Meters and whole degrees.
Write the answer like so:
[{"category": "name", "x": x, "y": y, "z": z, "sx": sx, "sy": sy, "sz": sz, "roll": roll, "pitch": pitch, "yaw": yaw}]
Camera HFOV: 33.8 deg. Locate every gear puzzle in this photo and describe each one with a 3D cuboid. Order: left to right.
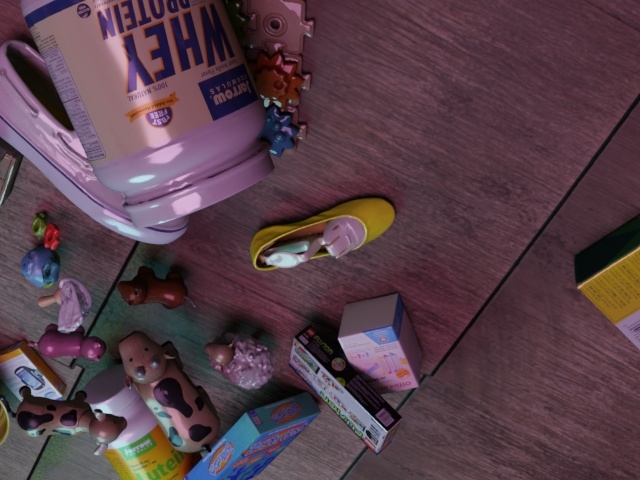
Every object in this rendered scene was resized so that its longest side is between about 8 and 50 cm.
[{"category": "gear puzzle", "x": -0.099, "y": -0.262, "z": 1.424, "sx": 0.176, "sy": 0.044, "sz": 0.338, "roll": 8, "pitch": 124, "yaw": 5}]

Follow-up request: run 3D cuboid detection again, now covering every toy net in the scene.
[{"category": "toy net", "x": -0.392, "y": 0.054, "z": 1.602, "sx": 0.045, "sy": 0.232, "sz": 0.122, "roll": 11, "pitch": 110, "yaw": -43}]

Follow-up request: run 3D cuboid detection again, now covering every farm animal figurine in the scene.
[{"category": "farm animal figurine", "x": -0.275, "y": 0.220, "z": 1.615, "sx": 0.327, "sy": 0.172, "sz": 0.330, "roll": 41, "pitch": 89, "yaw": -19}]

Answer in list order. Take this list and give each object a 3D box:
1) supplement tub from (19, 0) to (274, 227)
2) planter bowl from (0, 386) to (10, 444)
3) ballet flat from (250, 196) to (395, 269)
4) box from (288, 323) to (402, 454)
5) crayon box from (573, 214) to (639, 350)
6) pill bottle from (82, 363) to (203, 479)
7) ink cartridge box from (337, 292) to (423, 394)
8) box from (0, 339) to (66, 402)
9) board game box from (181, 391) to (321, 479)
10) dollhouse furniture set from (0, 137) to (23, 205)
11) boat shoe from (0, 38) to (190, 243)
[{"category": "supplement tub", "x": -0.209, "y": -0.203, "z": 1.330, "sx": 0.235, "sy": 0.235, "sz": 0.324, "roll": -18, "pitch": 103, "yaw": 20}, {"category": "planter bowl", "x": -0.629, "y": 0.266, "z": 1.838, "sx": 0.217, "sy": 0.090, "sz": 0.217, "roll": 6, "pitch": 126, "yaw": 8}, {"category": "ballet flat", "x": 0.000, "y": 0.000, "z": 1.559, "sx": 0.231, "sy": 0.077, "sz": 0.077, "roll": -14, "pitch": 118, "yaw": 18}, {"category": "box", "x": 0.035, "y": 0.234, "z": 1.647, "sx": 0.207, "sy": 0.036, "sz": 0.114, "roll": 44, "pitch": 155, "yaw": 17}, {"category": "crayon box", "x": 0.545, "y": 0.025, "z": 1.475, "sx": 0.318, "sy": 0.081, "sz": 0.202, "roll": -37, "pitch": 110, "yaw": 29}, {"category": "pill bottle", "x": -0.305, "y": 0.335, "z": 1.798, "sx": 0.136, "sy": 0.136, "sz": 0.245, "roll": -16, "pitch": 119, "yaw": 20}, {"category": "ink cartridge box", "x": 0.099, "y": 0.171, "z": 1.646, "sx": 0.092, "sy": 0.090, "sz": 0.143, "roll": -15, "pitch": 119, "yaw": 19}, {"category": "box", "x": -0.509, "y": 0.242, "z": 1.841, "sx": 0.081, "sy": 0.028, "sz": 0.136, "roll": -23, "pitch": 119, "yaw": 23}, {"category": "board game box", "x": -0.116, "y": 0.345, "z": 1.762, "sx": 0.047, "sy": 0.160, "sz": 0.210, "roll": 54, "pitch": 124, "yaw": 21}, {"category": "dollhouse furniture set", "x": -0.554, "y": -0.078, "z": 1.509, "sx": 0.161, "sy": 0.242, "sz": 0.212, "roll": 25, "pitch": 123, "yaw": -6}, {"category": "boat shoe", "x": -0.312, "y": -0.153, "z": 1.487, "sx": 0.367, "sy": 0.136, "sz": 0.156, "roll": 41, "pitch": 126, "yaw": -6}]
